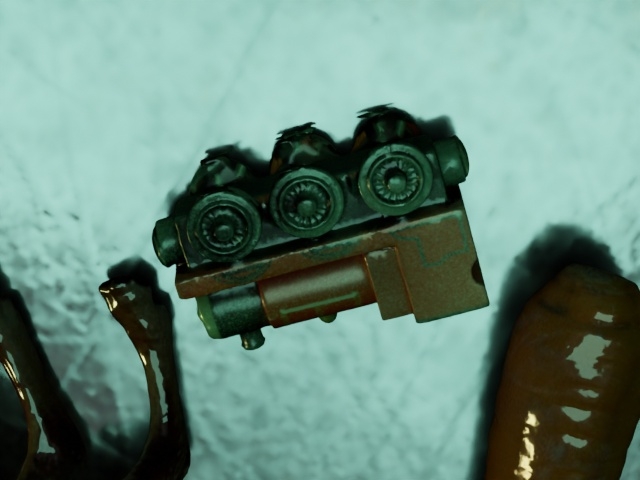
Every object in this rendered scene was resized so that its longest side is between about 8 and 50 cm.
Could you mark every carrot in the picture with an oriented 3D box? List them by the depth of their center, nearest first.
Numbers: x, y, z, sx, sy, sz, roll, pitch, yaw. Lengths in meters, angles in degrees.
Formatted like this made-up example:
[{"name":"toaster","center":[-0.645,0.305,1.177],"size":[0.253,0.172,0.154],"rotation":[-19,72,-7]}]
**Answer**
[{"name":"carrot","center":[0.064,0.108,0.575],"size":[0.048,0.048,0.216],"rotation":[15,107,-3]}]

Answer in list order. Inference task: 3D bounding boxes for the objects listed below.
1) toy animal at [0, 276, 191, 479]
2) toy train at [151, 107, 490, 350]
[{"name":"toy animal","center":[-0.146,0.125,0.497],"size":[0.243,0.087,0.260],"rotation":[10,78,-27]},{"name":"toy train","center":[0.000,0.000,0.550],"size":[0.103,0.044,0.064],"rotation":[-14,112,3]}]
